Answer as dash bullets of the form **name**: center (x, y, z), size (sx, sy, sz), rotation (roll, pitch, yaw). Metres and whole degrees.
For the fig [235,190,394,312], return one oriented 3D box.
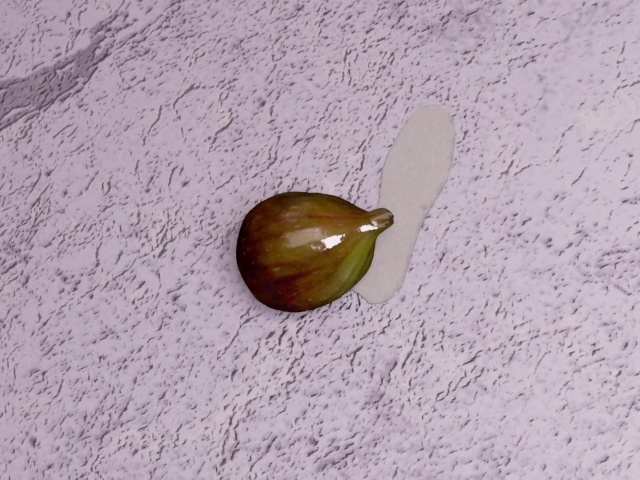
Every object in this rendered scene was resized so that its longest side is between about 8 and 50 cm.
- **fig**: center (0.000, 0.000, 1.640), size (0.155, 0.103, 0.109), rotation (-28, 67, 28)

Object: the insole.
- **insole**: center (0.075, -0.033, 1.682), size (0.065, 0.004, 0.197), rotation (8, 69, 30)
